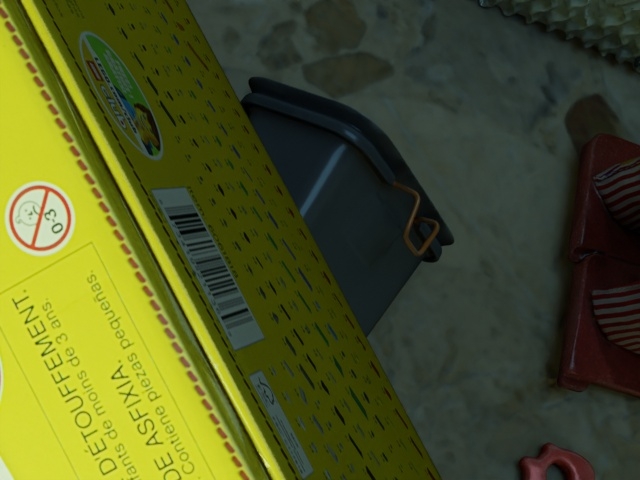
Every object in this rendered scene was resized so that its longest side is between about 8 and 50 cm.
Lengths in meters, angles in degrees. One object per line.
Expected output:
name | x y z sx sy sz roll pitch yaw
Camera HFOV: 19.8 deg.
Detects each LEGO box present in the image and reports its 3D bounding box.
LEGO box | -0.170 0.105 0.664 0.372 0.193 0.500 -28 86 13

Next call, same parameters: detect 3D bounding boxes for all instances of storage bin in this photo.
storage bin | 0.000 0.000 0.906 0.091 0.098 0.135 -59 146 -15

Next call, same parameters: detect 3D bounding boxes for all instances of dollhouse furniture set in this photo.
dollhouse furniture set | 0.342 0.032 1.013 0.374 0.201 0.152 16 69 -25

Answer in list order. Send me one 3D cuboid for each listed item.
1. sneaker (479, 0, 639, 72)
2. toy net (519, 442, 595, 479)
sneaker | 0.162 -0.198 1.059 0.293 0.102 0.146 25 62 -20
toy net | 0.082 0.143 0.945 0.232 0.045 0.122 26 66 -14
